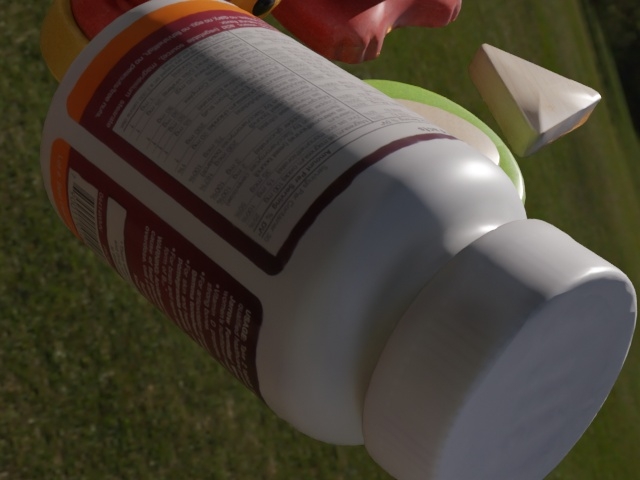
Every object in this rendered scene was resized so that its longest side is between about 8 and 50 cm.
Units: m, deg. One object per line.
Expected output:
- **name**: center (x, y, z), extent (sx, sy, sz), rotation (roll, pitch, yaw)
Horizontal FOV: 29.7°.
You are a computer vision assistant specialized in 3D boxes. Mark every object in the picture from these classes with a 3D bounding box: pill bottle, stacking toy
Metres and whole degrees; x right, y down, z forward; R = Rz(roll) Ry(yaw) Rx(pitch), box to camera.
- **pill bottle**: center (0.000, 0.000, 0.458), extent (0.221, 0.121, 0.121), rotation (36, -6, 35)
- **stacking toy**: center (0.035, -0.141, 0.682), extent (0.279, 0.130, 0.309), rotation (35, 42, 10)
